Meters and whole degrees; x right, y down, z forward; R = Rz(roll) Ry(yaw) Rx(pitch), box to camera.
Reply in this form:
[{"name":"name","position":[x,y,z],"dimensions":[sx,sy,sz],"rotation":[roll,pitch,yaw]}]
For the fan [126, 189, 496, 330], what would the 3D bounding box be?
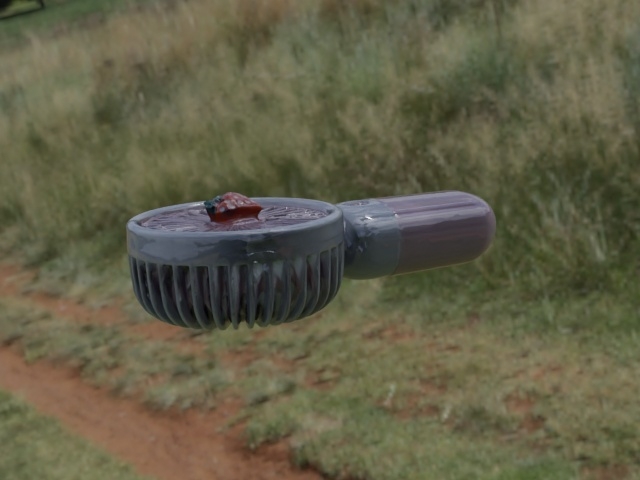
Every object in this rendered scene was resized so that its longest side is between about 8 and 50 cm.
[{"name":"fan","position":[0.000,0.000,0.717],"dimensions":[0.244,0.074,0.130],"rotation":[-8,12,-28]}]
